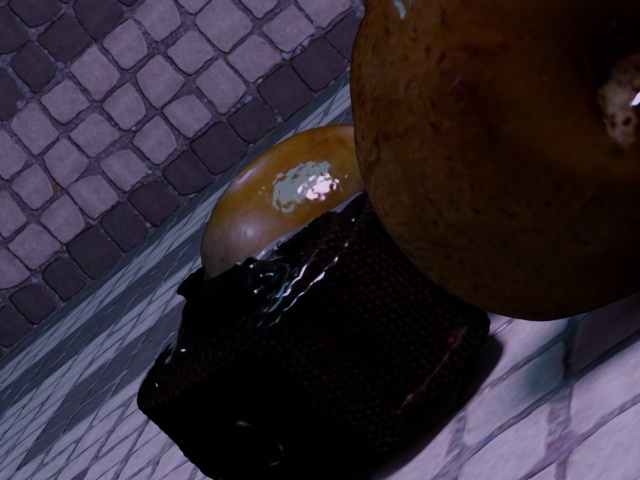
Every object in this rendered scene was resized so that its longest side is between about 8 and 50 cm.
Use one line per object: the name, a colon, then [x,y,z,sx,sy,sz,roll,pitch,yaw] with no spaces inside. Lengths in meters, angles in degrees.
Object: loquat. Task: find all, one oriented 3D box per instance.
loquat: [0.000,0.000,1.410,0.179,0.179,0.227,-48,12,-34]

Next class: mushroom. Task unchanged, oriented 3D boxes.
mushroom: [0.137,-0.087,1.021,0.267,0.267,0.254,-46,10,-24]

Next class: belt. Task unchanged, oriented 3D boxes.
belt: [-0.023,0.071,1.196,0.184,0.164,0.289,-54,11,-30]
